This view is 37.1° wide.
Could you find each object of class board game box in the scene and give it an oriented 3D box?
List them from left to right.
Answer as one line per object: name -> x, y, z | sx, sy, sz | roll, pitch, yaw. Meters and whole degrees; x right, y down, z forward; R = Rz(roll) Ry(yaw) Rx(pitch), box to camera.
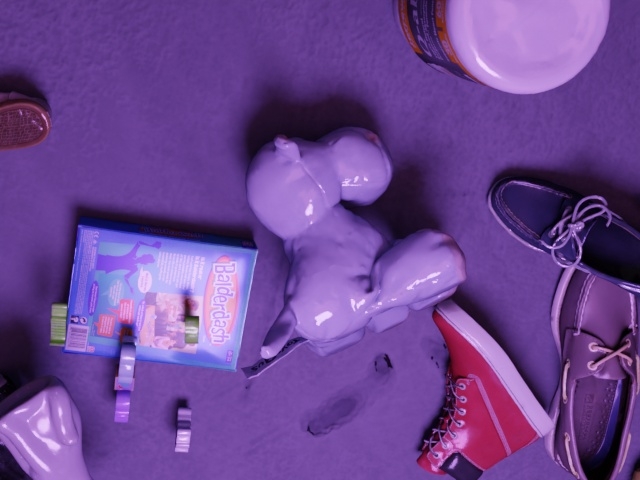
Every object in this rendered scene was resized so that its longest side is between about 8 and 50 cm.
board game box -> -0.192, 0.066, 1.140 | 0.210, 0.047, 0.160 | 9, 103, -12

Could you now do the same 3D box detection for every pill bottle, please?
pill bottle -> 0.172, -0.246, 1.002 | 0.162, 0.278, 0.162 | -3, 105, -10

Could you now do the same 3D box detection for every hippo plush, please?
hippo plush -> 0.000, 0.000, 1.107 | 0.294, 0.234, 0.236 | -21, 77, -20

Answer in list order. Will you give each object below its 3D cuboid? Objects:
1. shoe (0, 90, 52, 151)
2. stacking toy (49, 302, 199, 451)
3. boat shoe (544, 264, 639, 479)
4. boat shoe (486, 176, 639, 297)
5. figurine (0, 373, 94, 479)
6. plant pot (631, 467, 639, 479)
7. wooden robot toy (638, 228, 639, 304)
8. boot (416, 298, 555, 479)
shoe -> -0.404, -0.125, 1.050 | 0.219, 0.058, 0.076 | -6, 126, -5
stacking toy -> -0.230, 0.166, 1.117 | 0.167, 0.052, 0.221 | 4, 128, -10
boat shoe -> 0.363, 0.166, 1.245 | 0.117, 0.096, 0.324 | 1, 105, -11
boat shoe -> 0.322, -0.004, 1.162 | 0.255, 0.079, 0.095 | 34, 91, 7
figurine -> -0.314, 0.260, 1.088 | 0.092, 0.215, 0.209 | -40, 111, -38
plant pot -> 0.480, 0.356, 1.314 | 0.134, 0.134, 0.095 | -14, 79, -7
wooden robot toy -> 0.446, 0.023, 1.207 | 0.076, 0.079, 0.173 | 4, 92, -50
boot -> 0.172, 0.206, 1.229 | 0.176, 0.088, 0.244 | -35, 112, 2
